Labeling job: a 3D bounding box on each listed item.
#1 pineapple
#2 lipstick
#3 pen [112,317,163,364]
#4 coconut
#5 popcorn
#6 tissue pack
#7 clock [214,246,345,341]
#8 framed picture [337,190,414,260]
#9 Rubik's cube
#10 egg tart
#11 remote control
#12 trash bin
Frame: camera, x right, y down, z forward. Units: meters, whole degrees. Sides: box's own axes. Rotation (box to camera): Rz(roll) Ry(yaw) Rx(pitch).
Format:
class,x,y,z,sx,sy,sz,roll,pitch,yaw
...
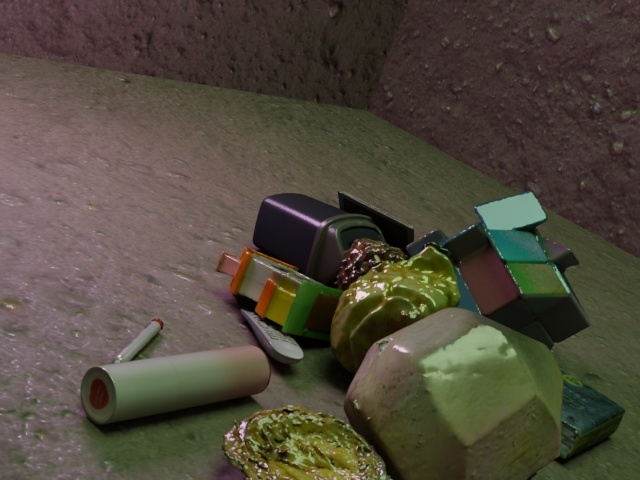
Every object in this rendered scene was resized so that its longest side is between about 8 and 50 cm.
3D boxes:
class,x,y,z,sx,sy,sz,roll,pitch,yaw
pineapple,0.104,0.095,2.119,0.166,0.193,0.166,18,4,-1
lipstick,-0.220,0.223,1.556,0.087,0.087,0.326,33,22,35
pen,-0.315,0.180,1.680,0.026,0.026,0.218,22,18,4
coconut,0.226,0.266,1.579,0.352,0.353,0.353,18,18,-6
popcorn,0.157,0.178,1.865,0.292,0.293,0.237,19,11,-3
tissue pack,0.479,0.343,1.982,0.185,0.081,0.257,31,19,31
clock,-0.079,0.104,2.004,0.255,0.106,0.219,24,3,36
framed picture,0.140,0.002,2.398,0.216,0.273,0.016,29,62,22
Rubik's cube,0.399,0.101,2.212,0.368,0.358,0.387,52,13,-24
egg tart,-0.023,0.337,1.436,0.252,0.098,0.232,20,24,12
remote control,-0.096,0.186,1.881,0.073,0.044,0.229,15,10,-27
trash bin,0.000,0.000,2.313,0.290,0.182,0.209,27,21,37
